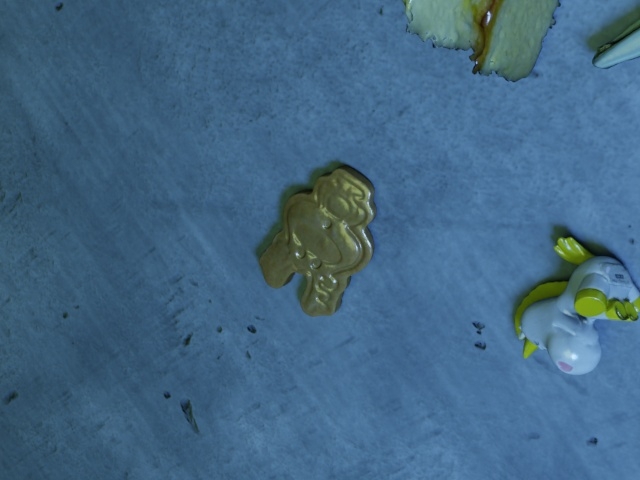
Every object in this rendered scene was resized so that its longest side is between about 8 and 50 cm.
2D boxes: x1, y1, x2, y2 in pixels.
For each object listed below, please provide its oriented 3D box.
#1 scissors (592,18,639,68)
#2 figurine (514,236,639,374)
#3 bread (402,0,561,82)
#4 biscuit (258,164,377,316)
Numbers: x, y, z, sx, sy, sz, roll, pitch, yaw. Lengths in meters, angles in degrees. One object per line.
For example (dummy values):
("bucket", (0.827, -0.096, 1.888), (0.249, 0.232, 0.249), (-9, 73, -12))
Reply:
("scissors", (0.406, -0.250, 1.005), (0.289, 0.041, 0.138), (-29, 93, 33))
("figurine", (0.303, 0.090, 1.199), (0.129, 0.109, 0.178), (54, 133, 34))
("bread", (0.190, -0.349, 0.915), (0.242, 0.346, 0.404), (-6, 101, 38))
("biscuit", (0.003, 0.001, 1.372), (0.144, 0.040, 0.236), (34, 127, 8))
